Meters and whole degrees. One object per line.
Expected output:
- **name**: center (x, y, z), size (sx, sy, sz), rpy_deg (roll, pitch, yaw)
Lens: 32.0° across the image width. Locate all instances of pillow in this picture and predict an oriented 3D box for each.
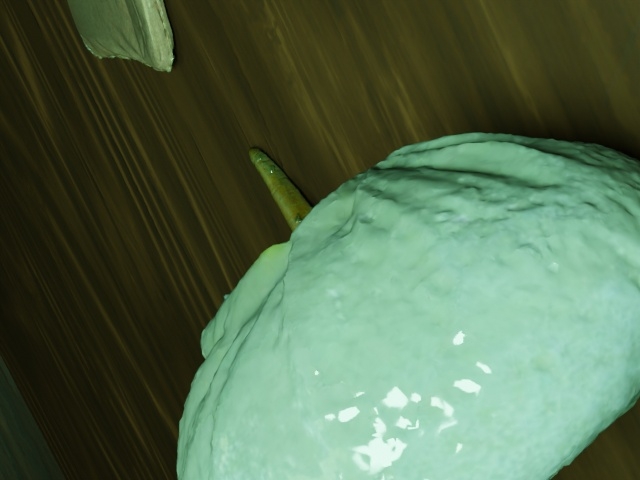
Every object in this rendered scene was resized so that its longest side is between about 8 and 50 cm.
- **pillow**: center (-0.223, -0.250, 1.203), size (0.211, 0.034, 0.135), rpy_deg (21, 130, 50)

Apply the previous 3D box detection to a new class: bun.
- **bun**: center (0.060, 0.070, 0.680), size (0.211, 0.362, 0.362), rpy_deg (53, 153, 9)

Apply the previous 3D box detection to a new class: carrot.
- **carrot**: center (0.000, 0.000, 1.047), size (0.254, 0.049, 0.049), rpy_deg (52, 152, 25)
